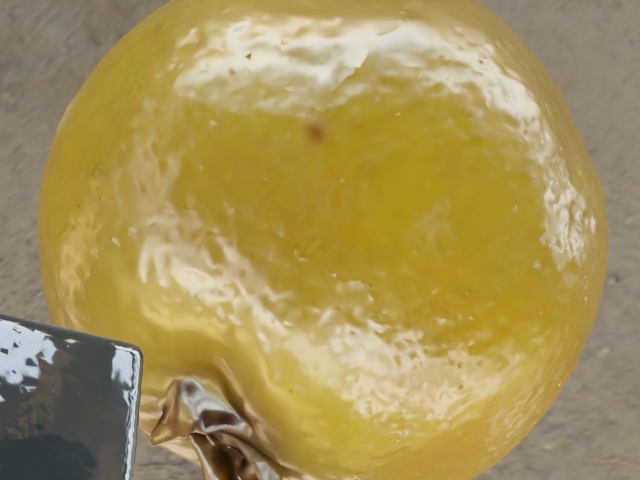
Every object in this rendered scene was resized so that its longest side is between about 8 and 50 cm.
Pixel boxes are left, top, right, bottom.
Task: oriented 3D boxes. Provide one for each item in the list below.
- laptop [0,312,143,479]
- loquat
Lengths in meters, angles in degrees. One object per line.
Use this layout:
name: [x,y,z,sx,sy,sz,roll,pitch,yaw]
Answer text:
laptop: [-0.105,0.080,0.385,0.129,0.016,0.180,15,46,-15]
loquat: [0.000,0.000,0.662,0.208,0.208,0.208,4,79,-23]
